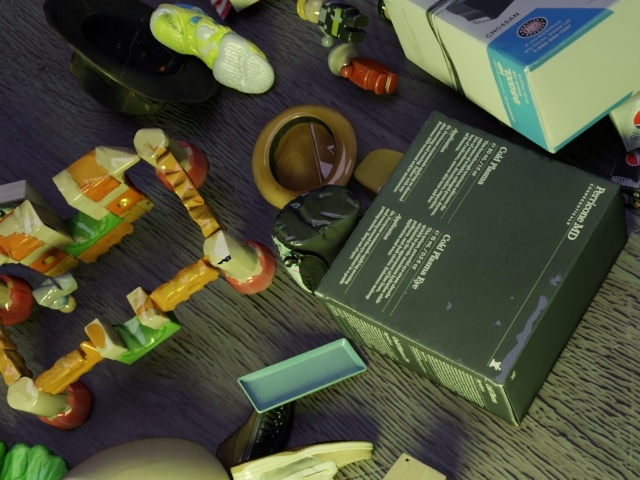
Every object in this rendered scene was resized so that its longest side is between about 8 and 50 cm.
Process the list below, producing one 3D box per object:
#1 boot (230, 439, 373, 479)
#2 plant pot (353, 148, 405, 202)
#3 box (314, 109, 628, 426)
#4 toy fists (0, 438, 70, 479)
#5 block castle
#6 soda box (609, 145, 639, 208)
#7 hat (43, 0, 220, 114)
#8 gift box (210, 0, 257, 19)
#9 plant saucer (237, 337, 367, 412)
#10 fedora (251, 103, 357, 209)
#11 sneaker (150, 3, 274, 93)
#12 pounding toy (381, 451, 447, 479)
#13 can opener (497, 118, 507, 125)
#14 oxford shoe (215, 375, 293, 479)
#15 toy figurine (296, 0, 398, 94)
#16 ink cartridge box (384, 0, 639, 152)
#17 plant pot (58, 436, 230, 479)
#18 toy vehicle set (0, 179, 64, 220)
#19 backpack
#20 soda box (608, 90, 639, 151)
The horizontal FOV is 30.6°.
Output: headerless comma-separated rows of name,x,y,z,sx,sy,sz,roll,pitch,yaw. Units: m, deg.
boot,-0.011,0.373,1.656,0.213,0.077,0.165,-9,81,-22
plant pot,0.102,-0.099,1.873,0.083,0.081,0.081,30,76,39
box,0.225,0.036,1.702,0.312,0.179,0.343,26,74,29
toy fists,-0.498,0.373,1.812,0.279,0.096,0.142,10,77,21
block castle,-0.328,0.060,1.858,0.453,0.213,0.303,-37,70,4
soda box,0.491,-0.134,1.772,0.053,0.060,0.169,15,68,31
hat,-0.348,-0.311,2.065,0.134,0.331,0.331,-54,51,33
gift box,-0.129,-0.568,2.087,0.255,0.258,0.276,-26,59,4
plant saucer,-0.027,0.202,1.739,0.192,0.018,0.067,-18,53,-29
fedora,-0.020,-0.128,1.926,0.194,0.079,0.194,-6,68,15
sneaker,-0.182,-0.354,2.070,0.091,0.240,0.126,-53,12,24
pounding toy,0.100,0.381,1.602,0.100,0.141,0.130,27,60,28
can opener,0.289,-0.309,1.911,0.076,0.095,0.283,-19,59,7
oxford shoe,-0.110,0.299,1.732,0.096,0.083,0.227,5,59,34
toy figurine,0.086,-0.375,1.947,0.213,0.209,0.148,-48,49,-7
ink cartridge box,0.315,-0.341,1.745,0.285,0.166,0.395,-36,40,-9
plant pot,-0.280,0.404,1.611,0.284,0.191,0.284,-13,68,36
toy vehicle set,-0.586,-0.022,2.003,0.267,0.166,0.035,-12,60,12
backpack,0.000,0.000,1.794,0.152,0.182,0.115,-25,61,-9
soda box,0.459,-0.267,1.786,0.098,0.091,0.286,-23,41,13
